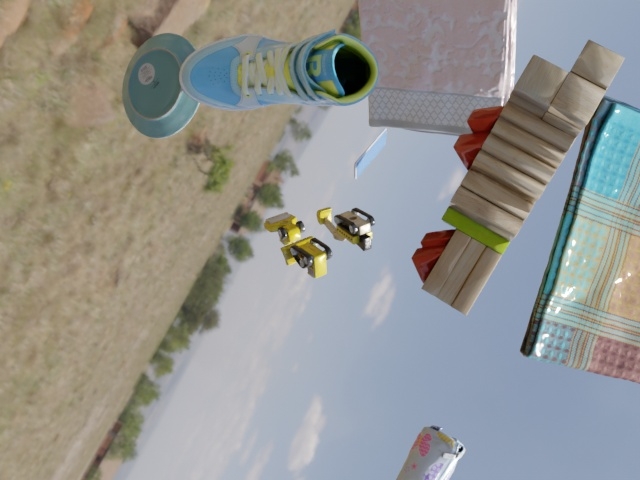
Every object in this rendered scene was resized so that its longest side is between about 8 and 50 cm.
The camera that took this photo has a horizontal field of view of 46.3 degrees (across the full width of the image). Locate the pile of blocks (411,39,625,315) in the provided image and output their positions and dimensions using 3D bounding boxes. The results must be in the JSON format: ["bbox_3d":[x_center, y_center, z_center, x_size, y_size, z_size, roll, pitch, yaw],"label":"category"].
[{"bbox_3d":[0.203,-0.078,0.875,0.362,0.112,0.149,-64,170,29],"label":"pile of blocks"}]

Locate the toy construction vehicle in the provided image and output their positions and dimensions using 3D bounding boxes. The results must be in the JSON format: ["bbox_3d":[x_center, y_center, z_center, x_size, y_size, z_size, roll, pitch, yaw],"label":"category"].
[{"bbox_3d":[0.000,0.000,0.666,0.098,0.085,0.035,31,-44,51],"label":"toy construction vehicle"}]

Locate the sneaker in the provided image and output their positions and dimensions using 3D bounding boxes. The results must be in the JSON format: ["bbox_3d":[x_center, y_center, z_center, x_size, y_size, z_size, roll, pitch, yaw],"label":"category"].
[{"bbox_3d":[-0.059,-0.263,1.145,0.208,0.318,0.127,-130,-144,-79],"label":"sneaker"}]

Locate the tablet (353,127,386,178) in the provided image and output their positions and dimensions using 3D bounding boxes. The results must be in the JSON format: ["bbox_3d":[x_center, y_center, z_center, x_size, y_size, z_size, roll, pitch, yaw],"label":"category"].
[{"bbox_3d":[0.080,-0.141,1.212,0.083,0.006,0.054,-50,163,-17],"label":"tablet"}]

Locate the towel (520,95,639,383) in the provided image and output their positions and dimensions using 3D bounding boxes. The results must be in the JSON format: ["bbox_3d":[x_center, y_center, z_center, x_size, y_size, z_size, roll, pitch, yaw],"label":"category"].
[{"bbox_3d":[0.446,0.013,1.039,0.040,0.271,0.370,-147,-108,-74],"label":"towel"}]

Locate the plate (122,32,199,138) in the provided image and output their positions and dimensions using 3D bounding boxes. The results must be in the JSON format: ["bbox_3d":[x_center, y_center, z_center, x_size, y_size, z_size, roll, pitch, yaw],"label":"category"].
[{"bbox_3d":[-0.287,-0.275,1.324,0.024,0.188,0.188,2,122,-60],"label":"plate"}]

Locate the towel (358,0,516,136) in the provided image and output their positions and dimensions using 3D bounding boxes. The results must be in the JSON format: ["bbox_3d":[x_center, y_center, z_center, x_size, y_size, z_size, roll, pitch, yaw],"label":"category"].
[{"bbox_3d":[0.236,-0.368,1.555,0.053,0.331,0.317,-46,138,-46],"label":"towel"}]

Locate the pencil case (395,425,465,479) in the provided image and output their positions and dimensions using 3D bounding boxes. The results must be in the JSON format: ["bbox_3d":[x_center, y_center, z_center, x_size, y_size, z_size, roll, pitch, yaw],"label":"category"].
[{"bbox_3d":[0.246,0.589,1.804,0.124,0.113,0.273,14,-116,45],"label":"pencil case"}]
